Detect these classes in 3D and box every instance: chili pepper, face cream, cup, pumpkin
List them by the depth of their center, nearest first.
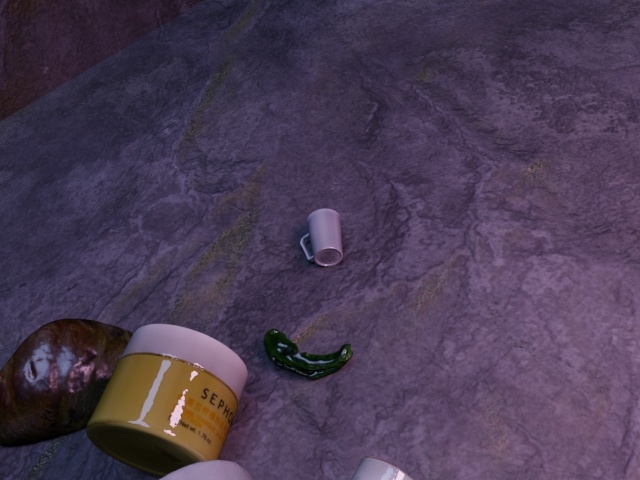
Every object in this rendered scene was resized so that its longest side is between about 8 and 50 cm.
[{"bbox_3d":[-0.252,0.275,1.042,0.218,0.218,0.179,1,48,20],"label":"face cream"},{"bbox_3d":[-0.032,0.211,1.149,0.182,0.050,0.073,10,44,25],"label":"chili pepper"},{"bbox_3d":[-0.497,0.266,1.196,0.169,0.148,0.312,14,57,35],"label":"pumpkin"},{"bbox_3d":[0.000,0.000,1.342,0.104,0.074,0.116,-30,44,25],"label":"cup"}]

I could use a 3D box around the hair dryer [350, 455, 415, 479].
[{"bbox_3d":[0.129,0.377,0.772,0.357,0.107,0.173,-27,25,56],"label":"hair dryer"}]

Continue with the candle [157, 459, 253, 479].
[{"bbox_3d":[-0.155,0.439,0.843,0.221,0.221,0.342,-32,45,-13],"label":"candle"}]
